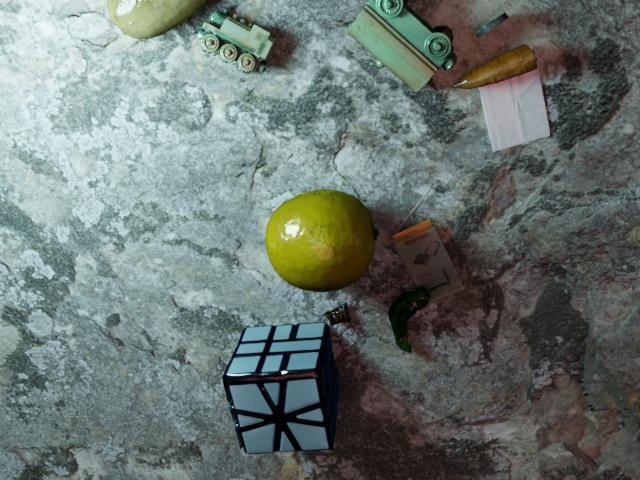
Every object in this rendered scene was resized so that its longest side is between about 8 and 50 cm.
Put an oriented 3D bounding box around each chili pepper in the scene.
[{"bbox_3d":[0.268,0.215,1.672,0.122,0.065,0.278,22,124,-2],"label":"chili pepper"}]

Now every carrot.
[{"bbox_3d":[0.431,-0.425,1.420,0.205,0.072,0.072,-18,109,15],"label":"carrot"}]

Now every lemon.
[{"bbox_3d":[-0.001,0.000,1.518,0.297,0.297,0.296,2,112,5],"label":"lemon"}]

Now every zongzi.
[{"bbox_3d":[0.041,0.229,1.731,0.083,0.073,0.067,-23,113,-29],"label":"zongzi"}]

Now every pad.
[{"bbox_3d":[0.503,-0.357,1.477,0.157,0.004,0.231,-15,109,11],"label":"pad"}]

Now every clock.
[{"bbox_3d":[0.416,-0.524,1.377,0.085,0.085,0.017,-32,100,16],"label":"clock"}]

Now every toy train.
[{"bbox_3d":[-0.215,-0.509,1.448,0.194,0.081,0.125,28,101,-3],"label":"toy train"},{"bbox_3d":[0.199,-0.500,1.401,0.285,0.116,0.177,37,123,-11],"label":"toy train"}]

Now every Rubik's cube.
[{"bbox_3d":[-0.105,0.437,1.699,0.294,0.283,0.288,-8,111,7],"label":"Rubik's cube"}]

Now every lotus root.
[{"bbox_3d":[-0.368,-0.621,1.373,0.343,0.151,0.169,-27,107,18],"label":"lotus root"}]

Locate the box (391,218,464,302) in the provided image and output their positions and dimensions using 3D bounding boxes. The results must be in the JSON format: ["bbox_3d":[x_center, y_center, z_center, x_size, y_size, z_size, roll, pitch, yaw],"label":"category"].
[{"bbox_3d":[0.313,0.061,1.644,0.129,0.033,0.247,-24,108,15],"label":"box"}]
